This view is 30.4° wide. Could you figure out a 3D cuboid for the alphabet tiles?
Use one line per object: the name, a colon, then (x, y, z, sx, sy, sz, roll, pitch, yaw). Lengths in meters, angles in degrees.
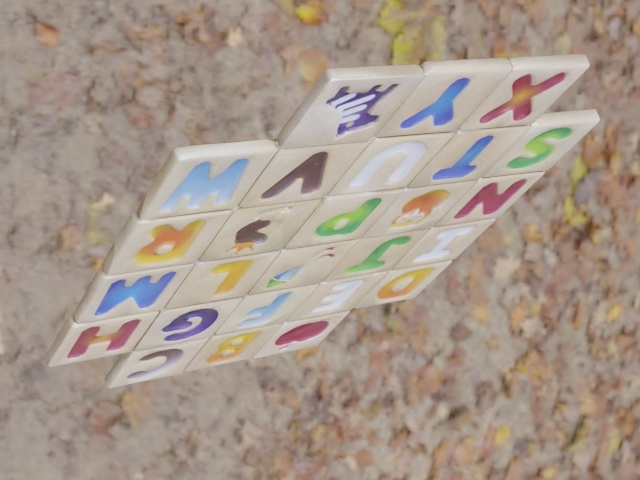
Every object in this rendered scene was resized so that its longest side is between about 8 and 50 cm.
alphabet tiles: (0.000, 0.000, 0.707, 0.285, 0.342, 0.011, -9, 64, -34)
